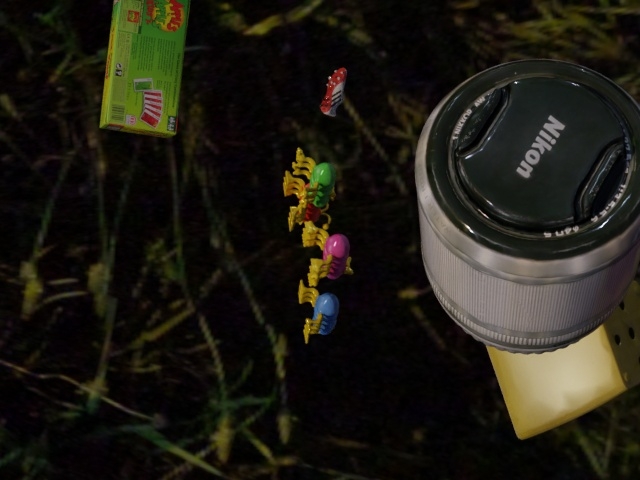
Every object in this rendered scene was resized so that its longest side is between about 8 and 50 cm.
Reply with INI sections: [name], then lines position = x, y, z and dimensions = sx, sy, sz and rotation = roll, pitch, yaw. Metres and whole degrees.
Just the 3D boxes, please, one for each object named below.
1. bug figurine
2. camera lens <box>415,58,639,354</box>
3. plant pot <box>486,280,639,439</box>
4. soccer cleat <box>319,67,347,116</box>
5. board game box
[bug figurine]
position = 0.000, 0.000, 1.750
dimensions = 0.072, 0.216, 0.279
rotation = -3, 62, -9
[camera lens]
position = 0.205, -0.025, 1.146
dimensions = 0.219, 0.219, 0.274
rotation = -59, 162, -18
[plant pot]
position = 0.400, 0.162, 1.827
dimensions = 0.212, 0.187, 0.212
rotation = -14, 83, -48
[soccer cleat]
position = 0.026, -0.244, 1.959
dimensions = 0.035, 0.029, 0.083
rotation = 30, 77, -44
[board game box]
position = -0.224, -0.228, 1.515
dimensions = 0.092, 0.043, 0.181
rotation = 7, 85, -20
